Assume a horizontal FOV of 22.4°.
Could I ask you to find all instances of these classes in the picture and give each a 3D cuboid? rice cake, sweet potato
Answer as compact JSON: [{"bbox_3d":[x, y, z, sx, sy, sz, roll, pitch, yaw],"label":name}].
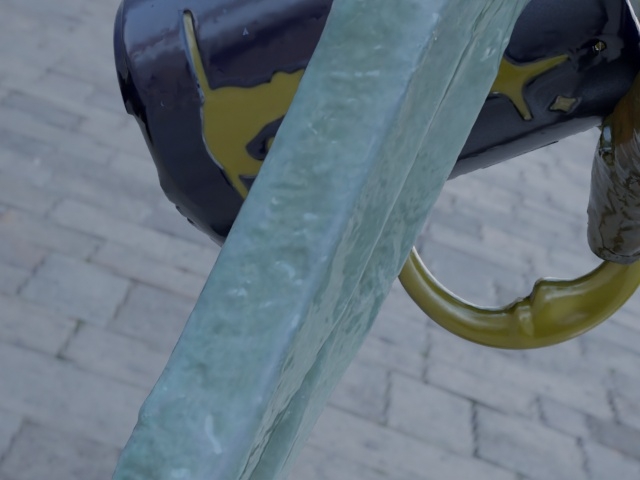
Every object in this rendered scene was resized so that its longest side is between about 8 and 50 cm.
[{"bbox_3d":[0.000,0.000,0.502,0.040,0.226,0.085,29,9,19],"label":"rice cake"},{"bbox_3d":[0.163,-0.050,0.713,0.075,0.075,0.273,19,-15,-2],"label":"sweet potato"}]

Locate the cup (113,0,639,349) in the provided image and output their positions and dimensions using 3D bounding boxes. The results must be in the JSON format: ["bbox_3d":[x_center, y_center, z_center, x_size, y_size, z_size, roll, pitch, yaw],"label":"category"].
[{"bbox_3d":[0.048,-0.068,0.835,0.256,0.255,0.178,-21,-16,17],"label":"cup"}]
